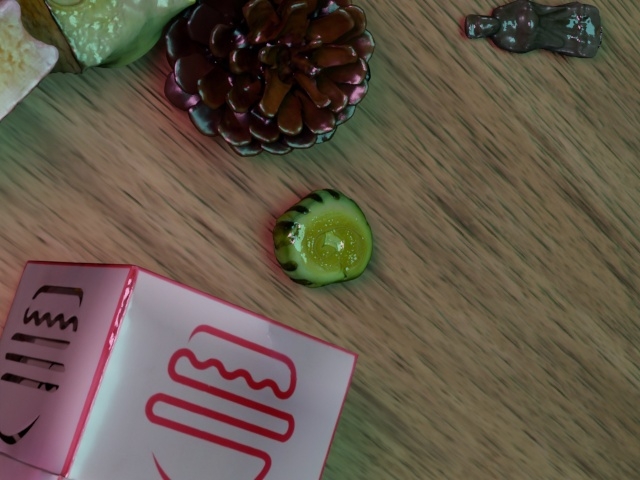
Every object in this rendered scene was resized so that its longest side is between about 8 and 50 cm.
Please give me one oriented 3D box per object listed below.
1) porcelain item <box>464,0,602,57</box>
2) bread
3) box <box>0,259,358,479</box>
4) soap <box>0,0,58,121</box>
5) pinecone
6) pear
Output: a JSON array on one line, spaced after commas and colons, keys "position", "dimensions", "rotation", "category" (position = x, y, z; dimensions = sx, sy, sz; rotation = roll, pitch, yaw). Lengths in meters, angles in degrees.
[{"position": [0.297, -0.306, 1.878], "dimensions": [0.216, 0.069, 0.081], "rotation": [0, 98, -28], "category": "porcelain item"}, {"position": [0.000, 0.000, 1.697], "dimensions": [0.139, 0.071, 0.130], "rotation": [-31, 112, -29], "category": "bread"}, {"position": [-0.191, 0.208, 1.448], "dimensions": [0.312, 0.314, 0.300], "rotation": [24, 78, -31], "category": "box"}, {"position": [-0.386, -0.151, 1.321], "dimensions": [0.173, 0.274, 0.089], "rotation": [-48, 115, -21], "category": "soap"}, {"position": [-0.051, -0.221, 1.545], "dimensions": [0.264, 0.264, 0.264], "rotation": [-2, 94, -32], "category": "pinecone"}, {"position": [-0.260, -0.345, 1.454], "dimensions": [0.282, 0.176, 0.286], "rotation": [-41, 117, -26], "category": "pear"}]
